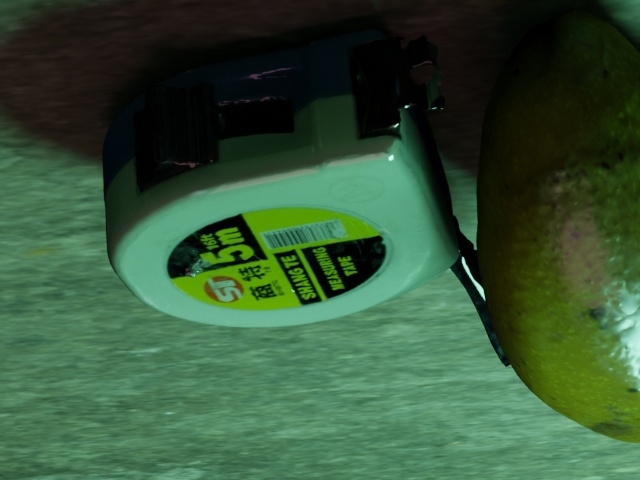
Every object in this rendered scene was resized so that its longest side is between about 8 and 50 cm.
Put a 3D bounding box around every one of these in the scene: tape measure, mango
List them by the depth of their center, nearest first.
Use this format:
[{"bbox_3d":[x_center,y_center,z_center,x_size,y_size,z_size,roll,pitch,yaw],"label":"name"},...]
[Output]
[{"bbox_3d":[0.178,0.006,1.115,0.175,0.177,0.329,-16,154,12],"label":"mango"},{"bbox_3d":[0.000,0.000,1.175,0.215,0.098,0.351,-11,151,10],"label":"tape measure"}]
